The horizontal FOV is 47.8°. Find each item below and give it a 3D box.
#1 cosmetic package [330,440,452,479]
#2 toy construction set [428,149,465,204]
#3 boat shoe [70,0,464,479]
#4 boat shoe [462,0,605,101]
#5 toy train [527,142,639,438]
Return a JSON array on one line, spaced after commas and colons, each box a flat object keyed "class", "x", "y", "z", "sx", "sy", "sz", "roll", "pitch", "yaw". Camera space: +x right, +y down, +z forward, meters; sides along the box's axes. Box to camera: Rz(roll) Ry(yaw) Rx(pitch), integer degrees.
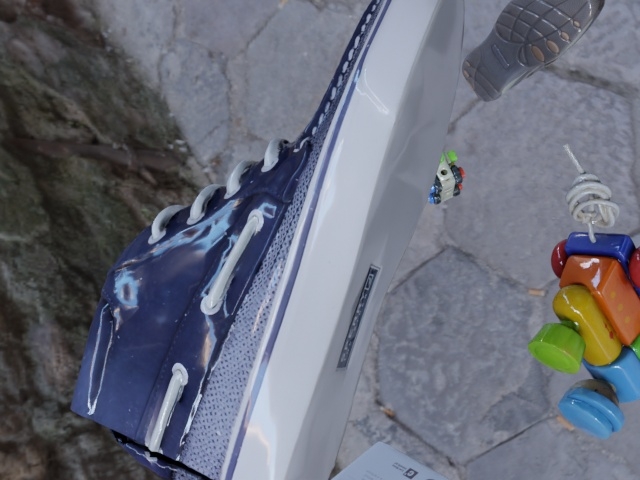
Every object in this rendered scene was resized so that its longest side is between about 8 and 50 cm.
[{"class": "cosmetic package", "x": 0.000, "y": 0.506, "z": 0.984, "sx": 0.161, "sy": 0.453, "sz": 0.230, "roll": 19, "pitch": 123, "yaw": 40}, {"class": "toy construction set", "x": 0.265, "y": -0.203, "z": 1.812, "sx": 0.151, "sy": 0.327, "sz": 0.215, "roll": -28, "pitch": 75, "yaw": 16}, {"class": "boat shoe", "x": -0.033, "y": -0.013, "z": 0.435, "sx": 0.158, "sy": 0.127, "sz": 0.341, "roll": 17, "pitch": 81, "yaw": 21}, {"class": "boat shoe", "x": 0.394, "y": -0.381, "z": 1.327, "sx": 0.132, "sy": 0.130, "sz": 0.355, "roll": 59, "pitch": 157, "yaw": -1}, {"class": "toy train", "x": 0.233, "y": 0.054, "z": 0.650, "sx": 0.143, "sy": 0.248, "sz": 0.105, "roll": -49, "pitch": 27, "yaw": -22}]
